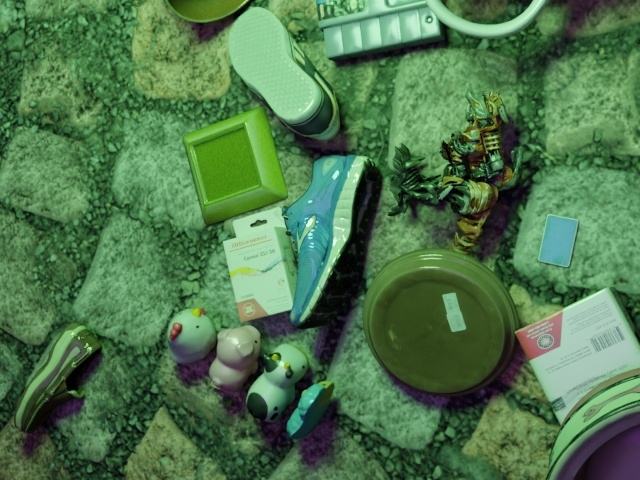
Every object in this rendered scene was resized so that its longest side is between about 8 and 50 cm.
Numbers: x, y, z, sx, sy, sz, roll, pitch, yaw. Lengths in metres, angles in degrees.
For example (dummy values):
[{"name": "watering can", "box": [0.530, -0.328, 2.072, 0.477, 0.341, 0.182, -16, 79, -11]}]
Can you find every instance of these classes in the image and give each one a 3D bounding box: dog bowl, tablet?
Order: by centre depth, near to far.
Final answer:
[{"name": "dog bowl", "box": [0.531, 0.364, 1.519, 0.407, 0.150, 0.408, 3, 115, 6]}, {"name": "tablet", "box": [0.408, 0.000, 1.723, 0.054, 0.006, 0.083, 13, 95, 21]}]

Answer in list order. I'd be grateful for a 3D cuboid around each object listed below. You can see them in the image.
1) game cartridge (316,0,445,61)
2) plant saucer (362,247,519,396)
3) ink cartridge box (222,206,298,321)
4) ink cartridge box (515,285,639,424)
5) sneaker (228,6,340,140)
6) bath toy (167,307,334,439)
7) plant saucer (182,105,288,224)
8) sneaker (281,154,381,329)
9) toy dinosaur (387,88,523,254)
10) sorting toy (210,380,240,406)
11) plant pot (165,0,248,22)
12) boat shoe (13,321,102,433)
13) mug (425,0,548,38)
[{"name": "game cartridge", "box": [0.094, -0.519, 1.827, 0.230, 0.068, 0.355, -7, 87, 17]}, {"name": "plant saucer", "box": [0.202, 0.150, 1.741, 0.277, 0.041, 0.278, 5, 109, 17]}, {"name": "ink cartridge box", "box": [-0.111, 0.044, 1.896, 0.115, 0.067, 0.198, -16, 84, 21]}, {"name": "ink cartridge box", "box": [0.455, 0.218, 1.651, 0.172, 0.100, 0.237, -29, 79, 19]}, {"name": "sneaker", "box": [-0.068, -0.299, 1.863, 0.126, 0.127, 0.321, -37, 52, 11]}, {"name": "bath toy", "box": [-0.146, 0.227, 1.875, 0.348, 0.129, 0.151, 28, 80, 19]}, {"name": "plant saucer", "box": [-0.175, -0.145, 1.936, 0.188, 0.045, 0.188, -18, 83, 21]}, {"name": "sneaker", "box": [0.000, 0.000, 1.836, 0.147, 0.129, 0.330, 14, 87, 29]}, {"name": "toy dinosaur", "box": [0.232, -0.097, 1.726, 0.218, 0.164, 0.322, 8, 77, 7]}, {"name": "sorting toy", "box": [-0.181, 0.279, 1.952, 0.062, 0.012, 0.083, 19, 93, 16]}, {"name": "plant pot", "box": [-0.253, -0.579, 1.891, 0.237, 0.237, 0.254, -49, 59, 14]}, {"name": "boat shoe", "box": [-0.531, 0.297, 2.050, 0.095, 0.095, 0.258, 33, 101, 13]}, {"name": "mug", "box": [0.297, -0.515, 1.630, 0.328, 0.276, 0.374, 19, 103, 3]}]
